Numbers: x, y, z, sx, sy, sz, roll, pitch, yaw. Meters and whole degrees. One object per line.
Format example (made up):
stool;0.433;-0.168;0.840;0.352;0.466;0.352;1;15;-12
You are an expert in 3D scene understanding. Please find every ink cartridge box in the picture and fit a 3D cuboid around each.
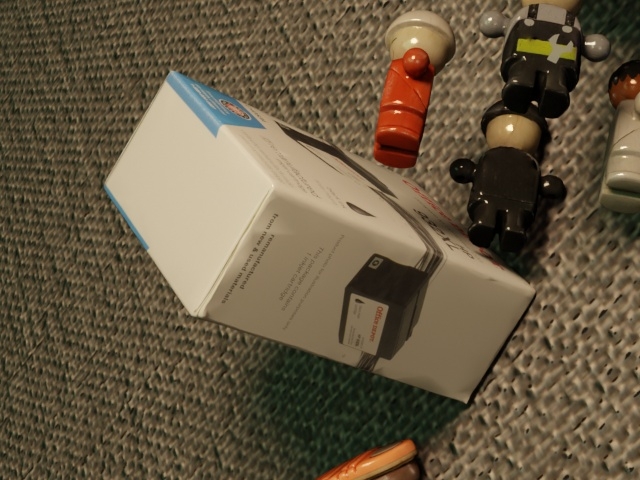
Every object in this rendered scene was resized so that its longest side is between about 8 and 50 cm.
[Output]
ink cartridge box;0.000;0.000;1.202;0.129;0.307;0.223;-58;39;13

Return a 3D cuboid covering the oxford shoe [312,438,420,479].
oxford shoe;-0.024;0.320;1.283;0.364;0.130;0.133;-44;77;22

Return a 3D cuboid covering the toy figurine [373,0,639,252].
toy figurine;0.166;-0.111;1.130;0.209;0.213;0.148;-21;43;42
